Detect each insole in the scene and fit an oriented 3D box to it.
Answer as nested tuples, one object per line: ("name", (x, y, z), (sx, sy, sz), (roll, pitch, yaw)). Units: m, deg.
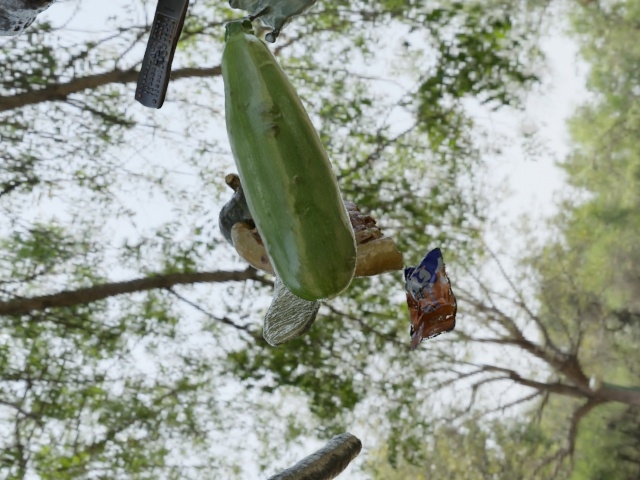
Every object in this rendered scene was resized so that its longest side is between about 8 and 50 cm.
("insole", (-0.037, 0.075, 1.153), (0.248, 0.081, 0.011), (-92, -24, -70))

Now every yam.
("yam", (-0.008, 0.360, 1.357), (0.274, 0.061, 0.061), (-9, -72, -64))

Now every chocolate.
("chocolate", (-0.459, -0.366, 1.279), (0.110, 0.248, 0.110), (2, -94, -31))

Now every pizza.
("pizza", (0.000, 0.000, 1.755), (0.278, 0.409, 0.114), (-32, -55, -43))

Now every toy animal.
("toy animal", (-0.046, -0.366, 1.283), (0.073, 0.217, 0.176), (49, -147, -26))

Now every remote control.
("remote control", (-0.280, -0.336, 1.523), (0.028, 0.059, 0.212), (-47, -22, -68))

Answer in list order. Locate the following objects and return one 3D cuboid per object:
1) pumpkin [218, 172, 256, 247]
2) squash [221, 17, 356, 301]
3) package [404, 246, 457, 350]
("pumpkin", (-0.137, -0.092, 1.957), (0.260, 0.189, 0.260), (-55, 11, 17))
("squash", (-0.049, -0.102, 1.060), (0.118, 0.118, 0.370), (-18, -90, -66))
("package", (0.121, 0.066, 0.976), (0.033, 0.077, 0.110), (28, -135, -45))
